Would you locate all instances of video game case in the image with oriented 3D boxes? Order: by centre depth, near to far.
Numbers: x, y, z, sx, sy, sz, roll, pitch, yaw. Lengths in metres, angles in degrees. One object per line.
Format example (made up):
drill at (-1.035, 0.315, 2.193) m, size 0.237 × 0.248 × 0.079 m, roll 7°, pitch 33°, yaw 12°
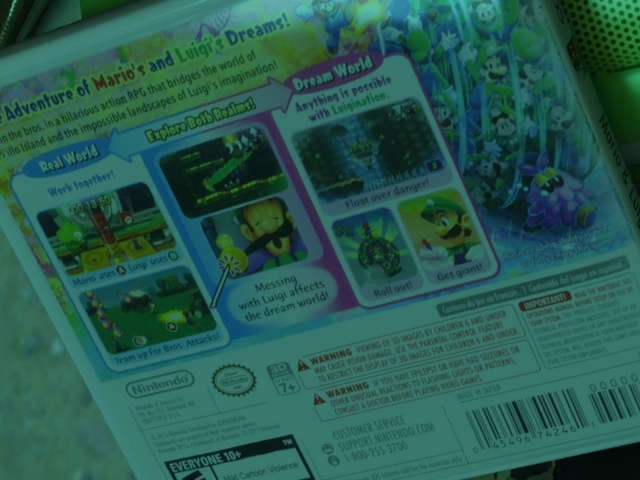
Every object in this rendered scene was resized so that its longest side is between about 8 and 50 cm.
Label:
video game case at (0.000, 0.000, 0.474) m, size 0.157 × 0.019 × 0.143 m, roll -15°, pitch 112°, yaw 25°

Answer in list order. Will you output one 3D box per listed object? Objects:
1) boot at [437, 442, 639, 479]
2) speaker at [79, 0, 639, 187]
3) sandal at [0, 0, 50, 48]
boot at (0.157, 0.162, 0.448) m, size 0.284 × 0.138 × 0.377 m, roll -12°, pitch 65°, yaw 24°
speaker at (0.093, -0.080, 0.491) m, size 0.296 × 0.131 × 0.131 m, roll -11°, pitch 95°, yaw 20°
sandal at (-0.082, -0.114, 0.591) m, size 0.072 × 0.049 × 0.180 m, roll 46°, pitch 124°, yaw 13°
